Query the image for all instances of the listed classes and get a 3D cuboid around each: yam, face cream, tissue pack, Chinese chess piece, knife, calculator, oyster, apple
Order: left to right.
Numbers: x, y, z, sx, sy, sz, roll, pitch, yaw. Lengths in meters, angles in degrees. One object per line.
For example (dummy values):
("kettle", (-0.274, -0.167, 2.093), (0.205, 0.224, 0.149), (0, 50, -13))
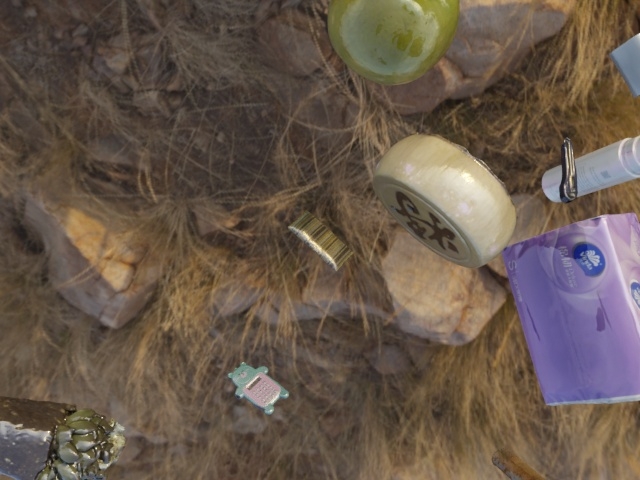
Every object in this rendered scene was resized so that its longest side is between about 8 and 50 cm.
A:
("oyster", (-0.319, 0.276, 0.794), (0.124, 0.064, 0.177), (-4, 147, -2))
("calculator", (-0.139, 0.317, 1.322), (0.141, 0.094, 0.019), (30, 147, 30))
("apple", (0.165, -0.499, 1.348), (0.292, 0.292, 0.254), (29, 157, -11))
("Chinese chess piece", (0.208, -0.065, 1.034), (0.257, 0.104, 0.257), (40, 170, 9))
("yam", (0.441, 0.506, 1.238), (0.056, 0.241, 0.057), (-7, 107, -24))
("knife", (0.434, -0.124, 1.066), (0.031, 0.121, 0.018), (5, 163, -11))
("tissue pack", (0.517, 0.140, 1.169), (0.160, 0.338, 0.242), (-3, 164, -36))
("face cream", (0.711, -0.182, 1.515), (0.102, 0.102, 0.345), (34, 158, -15))

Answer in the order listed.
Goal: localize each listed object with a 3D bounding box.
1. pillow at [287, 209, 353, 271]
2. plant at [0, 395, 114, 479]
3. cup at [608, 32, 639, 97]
("pillow", (0.000, 0.000, 1.869), (0.203, 0.113, 0.038), (43, 136, 3))
("plant", (-0.297, 0.223, 0.659), (0.143, 0.092, 0.095), (18, 89, -14))
("cup", (0.760, -0.413, 1.417), (0.095, 0.128, 0.129), (-35, 84, 49))
